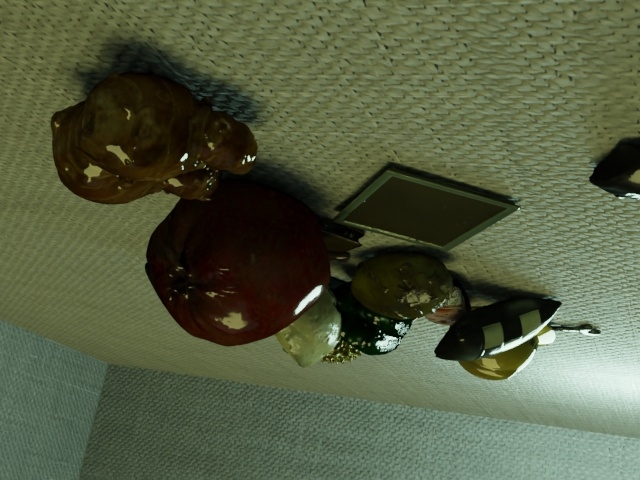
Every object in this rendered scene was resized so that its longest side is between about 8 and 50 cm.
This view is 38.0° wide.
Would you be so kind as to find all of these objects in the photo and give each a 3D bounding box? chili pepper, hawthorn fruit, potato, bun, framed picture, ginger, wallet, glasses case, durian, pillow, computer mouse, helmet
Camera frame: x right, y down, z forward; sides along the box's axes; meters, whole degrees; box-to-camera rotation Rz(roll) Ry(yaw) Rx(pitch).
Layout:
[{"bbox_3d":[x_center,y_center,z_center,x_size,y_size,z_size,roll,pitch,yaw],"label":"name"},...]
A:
[{"bbox_3d":[0.124,0.172,2.076,0.174,0.165,0.261,10,179,23],"label":"chili pepper"},{"bbox_3d":[-0.135,0.029,1.621,0.308,0.325,0.308,17,127,24],"label":"hawthorn fruit"},{"bbox_3d":[0.155,0.092,1.862,0.251,0.113,0.149,-10,126,41],"label":"potato"},{"bbox_3d":[-0.052,0.129,1.929,0.152,0.259,0.259,-32,165,-9],"label":"bun"},{"bbox_3d":[0.169,-0.051,1.575,0.232,0.019,0.296,15,162,-13],"label":"framed picture"},{"bbox_3d":[-0.248,-0.140,1.358,0.274,0.152,0.357,-2,172,-31],"label":"ginger"},{"bbox_3d":[0.000,0.000,1.829,0.110,0.031,0.198,17,163,-21],"label":"wallet"},{"bbox_3d":[0.265,0.132,2.017,0.103,0.067,0.266,-1,161,17],"label":"glasses case"},{"bbox_3d":[0.005,0.223,2.286,0.237,0.138,0.193,30,-162,-6],"label":"durian"},{"bbox_3d":[0.378,0.187,1.990,0.250,0.106,0.186,-17,165,-16],"label":"pillow"},{"bbox_3d":[0.420,-0.081,1.240,0.099,0.057,0.172,12,167,-10],"label":"computer mouse"},{"bbox_3d":[0.407,0.257,2.180,0.257,0.140,0.205,10,156,22],"label":"helmet"}]

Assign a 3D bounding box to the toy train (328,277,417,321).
[{"bbox_3d":[0.057,0.149,2.187,0.409,0.089,0.086,22,155,-30],"label":"toy train"}]

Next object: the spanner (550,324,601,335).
[{"bbox_3d":[0.526,0.205,2.175,0.254,0.015,0.054,0,158,34],"label":"spanner"}]
